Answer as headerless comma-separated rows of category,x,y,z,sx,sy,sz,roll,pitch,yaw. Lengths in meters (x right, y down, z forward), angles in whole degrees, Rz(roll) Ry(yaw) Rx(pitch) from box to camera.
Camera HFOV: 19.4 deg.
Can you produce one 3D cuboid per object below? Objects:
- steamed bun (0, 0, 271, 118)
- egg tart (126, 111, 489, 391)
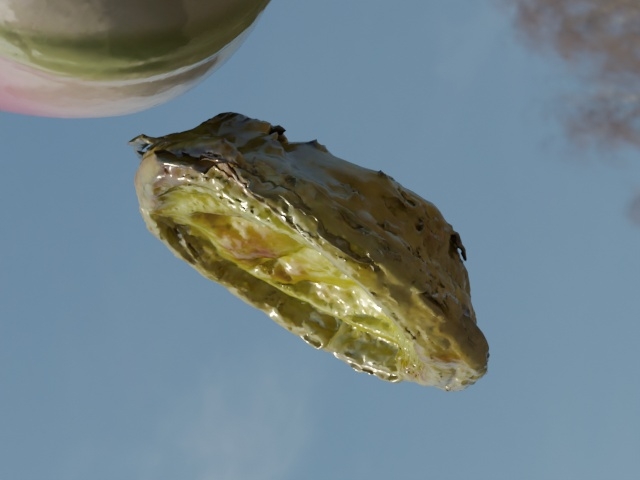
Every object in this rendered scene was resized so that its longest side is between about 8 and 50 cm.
steamed bun,-0.194,-0.209,1.359,0.309,0.309,0.309,-27,-52,-42
egg tart,0.000,0.000,1.210,0.095,0.279,0.279,-58,-37,-15
